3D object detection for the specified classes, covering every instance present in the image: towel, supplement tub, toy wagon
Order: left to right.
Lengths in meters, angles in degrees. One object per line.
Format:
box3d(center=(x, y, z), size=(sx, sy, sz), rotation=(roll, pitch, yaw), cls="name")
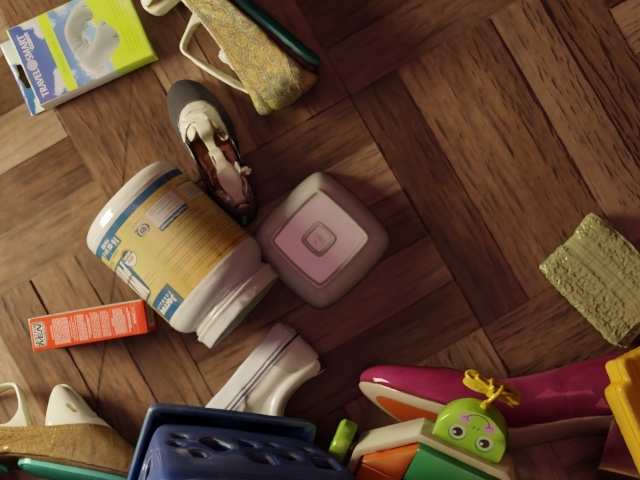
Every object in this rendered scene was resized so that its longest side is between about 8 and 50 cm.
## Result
box3d(center=(-0.162, 0.018, 1.385), size=(0.200, 0.144, 0.144), rotation=(42, 90, 4), cls="supplement tub")
box3d(center=(0.126, 0.302, 1.333), size=(0.267, 0.068, 0.344), rotation=(24, 118, 3), cls="toy wagon")
box3d(center=(0.352, 0.049, 1.418), size=(0.148, 0.027, 0.110), rotation=(44, 91, 3), cls="towel")

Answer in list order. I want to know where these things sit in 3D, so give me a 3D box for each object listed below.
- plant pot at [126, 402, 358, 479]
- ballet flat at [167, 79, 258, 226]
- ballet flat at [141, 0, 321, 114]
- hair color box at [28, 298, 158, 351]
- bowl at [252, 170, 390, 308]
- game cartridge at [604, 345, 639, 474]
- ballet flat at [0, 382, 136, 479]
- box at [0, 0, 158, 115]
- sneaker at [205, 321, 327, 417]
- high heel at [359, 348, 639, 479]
box3d(center=(-0.105, 0.311, 1.272), size=(0.236, 0.212, 0.236), rotation=(10, 110, -21), cls="plant pot")
box3d(center=(-0.130, -0.113, 1.426), size=(0.074, 0.074, 0.203), rotation=(-24, 86, 1), cls="ballet flat")
box3d(center=(-0.150, -0.292, 1.420), size=(0.123, 0.123, 0.348), rotation=(-44, 86, 0), cls="ballet flat")
box3d(center=(-0.277, 0.103, 1.423), size=(0.141, 0.072, 0.043), rotation=(-9, 88, 3), cls="hair color box")
box3d(center=(0.000, 0.000, 1.425), size=(0.142, 0.053, 0.142), rotation=(44, 91, 2), cls="bowl")
box3d(center=(0.506, 0.213, 1.334), size=(0.324, 0.053, 0.285), rotation=(-23, 86, -22), cls="game cartridge")
box3d(center=(-0.362, 0.236, 1.415), size=(0.342, 0.116, 0.124), rotation=(1, 68, 7), cls="ballet flat")
box3d(center=(-0.307, -0.241, 1.455), size=(0.178, 0.042, 0.109), rotation=(-25, 86, 1), cls="box")
box3d(center=(-0.093, 0.222, 1.397), size=(0.091, 0.094, 0.258), rotation=(38, 89, 8), cls="sneaker")
box3d(center=(0.245, 0.170, 1.398), size=(0.377, 0.127, 0.181), rotation=(17, 63, 6), cls="high heel")
